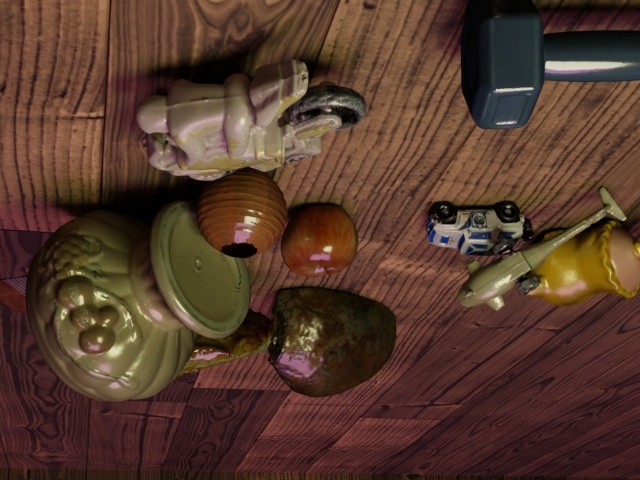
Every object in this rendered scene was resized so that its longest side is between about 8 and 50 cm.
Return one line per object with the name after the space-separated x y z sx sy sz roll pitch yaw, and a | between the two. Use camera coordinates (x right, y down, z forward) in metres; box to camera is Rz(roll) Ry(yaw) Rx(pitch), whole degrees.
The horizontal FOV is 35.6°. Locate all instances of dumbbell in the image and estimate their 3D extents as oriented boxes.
0.319 -0.205 1.109 0.316 0.156 0.144 -1 126 -2 | dumbbell

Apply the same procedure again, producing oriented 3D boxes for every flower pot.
-0.265 0.075 1.506 0.244 0.308 0.307 -24 148 26 | flower pot

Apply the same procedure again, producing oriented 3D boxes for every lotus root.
0.038 0.205 1.969 0.141 0.210 0.314 -5 172 34 | lotus root

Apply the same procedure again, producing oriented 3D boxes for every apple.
-0.003 0.000 1.584 0.125 0.102 0.126 -5 160 -2 | apple

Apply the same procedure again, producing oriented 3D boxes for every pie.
-0.254 0.173 1.791 0.354 0.103 0.288 9 -166 37 | pie

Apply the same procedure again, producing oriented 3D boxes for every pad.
-0.512 0.090 1.802 0.249 0.055 0.323 -7 173 11 | pad

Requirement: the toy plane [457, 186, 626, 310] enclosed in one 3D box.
0.337 0.020 1.555 0.286 0.092 0.108 -35 169 14 | toy plane

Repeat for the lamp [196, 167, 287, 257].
-0.115 -0.042 1.452 0.136 0.136 0.136 -1 156 -1 | lamp

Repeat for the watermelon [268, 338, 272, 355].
-0.055 0.212 2.062 0.105 0.105 0.133 -5 -162 7 | watermelon

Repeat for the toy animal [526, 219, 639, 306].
0.460 0.043 1.670 0.229 0.156 0.156 -25 147 35 | toy animal

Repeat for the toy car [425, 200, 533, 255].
0.256 -0.016 1.604 0.170 0.071 0.080 0 155 -3 | toy car

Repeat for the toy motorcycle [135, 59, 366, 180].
-0.114 -0.146 1.248 0.340 0.108 0.222 -15 159 42 | toy motorcycle
